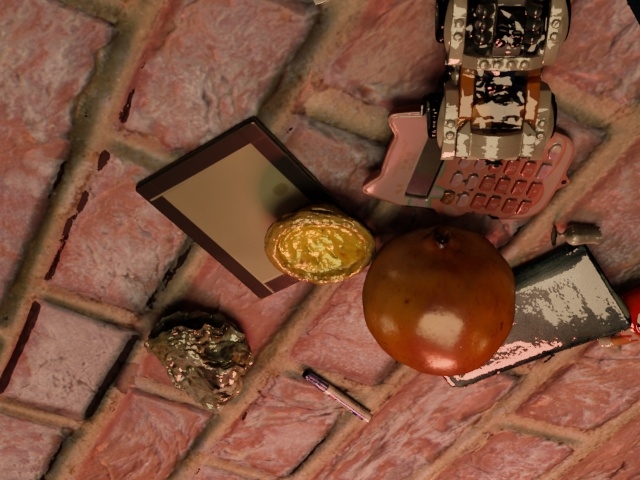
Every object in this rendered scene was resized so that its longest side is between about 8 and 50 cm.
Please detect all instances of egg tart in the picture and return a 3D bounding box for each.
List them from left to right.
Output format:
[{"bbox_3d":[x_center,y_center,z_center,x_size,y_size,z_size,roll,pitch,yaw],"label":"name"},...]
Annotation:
[{"bbox_3d":[0.000,0.000,1.651,0.191,0.074,0.191,0,136,0],"label":"egg tart"}]

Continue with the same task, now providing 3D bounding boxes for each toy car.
[{"bbox_3d":[0.244,-0.245,1.368,0.193,0.118,0.301,1,126,0],"label":"toy car"}]

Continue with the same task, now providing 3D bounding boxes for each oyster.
[{"bbox_3d":[-0.223,0.236,1.900,0.198,0.112,0.267,-26,132,26],"label":"oyster"}]

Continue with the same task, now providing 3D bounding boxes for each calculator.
[{"bbox_3d":[0.243,-0.122,1.562,0.329,0.048,0.220,9,134,-11],"label":"calculator"}]

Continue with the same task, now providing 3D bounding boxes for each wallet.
[{"bbox_3d":[0.359,0.147,1.795,0.379,0.046,0.191,-28,109,28],"label":"wallet"}]

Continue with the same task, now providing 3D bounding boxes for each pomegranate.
[{"bbox_3d":[0.198,0.091,1.646,0.264,0.264,0.264,1,136,1],"label":"pomegranate"}]

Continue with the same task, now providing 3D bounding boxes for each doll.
[{"bbox_3d":[0.588,0.149,1.796,0.183,0.085,0.217,37,135,-28],"label":"doll"}]

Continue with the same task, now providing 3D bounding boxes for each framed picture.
[{"bbox_3d":[-0.107,-0.041,1.677,0.265,0.016,0.347,-27,128,26],"label":"framed picture"}]

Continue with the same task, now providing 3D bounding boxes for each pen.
[{"bbox_3d":[0.036,0.325,2.039,0.025,0.025,0.204,-31,127,29],"label":"pen"}]

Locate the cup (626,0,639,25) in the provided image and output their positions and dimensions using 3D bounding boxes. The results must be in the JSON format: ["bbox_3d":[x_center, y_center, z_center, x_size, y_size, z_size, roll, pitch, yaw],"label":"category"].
[{"bbox_3d":[0.457,-0.343,1.244,0.131,0.155,0.177,6,137,-5],"label":"cup"}]

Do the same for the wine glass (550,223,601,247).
[{"bbox_3d":[0.436,-0.007,1.671,0.083,0.042,0.039,2,142,-4],"label":"wine glass"}]

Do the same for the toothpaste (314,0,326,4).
[{"bbox_3d":[0.060,-0.368,1.320,0.164,0.034,0.046,-15,133,17],"label":"toothpaste"}]
